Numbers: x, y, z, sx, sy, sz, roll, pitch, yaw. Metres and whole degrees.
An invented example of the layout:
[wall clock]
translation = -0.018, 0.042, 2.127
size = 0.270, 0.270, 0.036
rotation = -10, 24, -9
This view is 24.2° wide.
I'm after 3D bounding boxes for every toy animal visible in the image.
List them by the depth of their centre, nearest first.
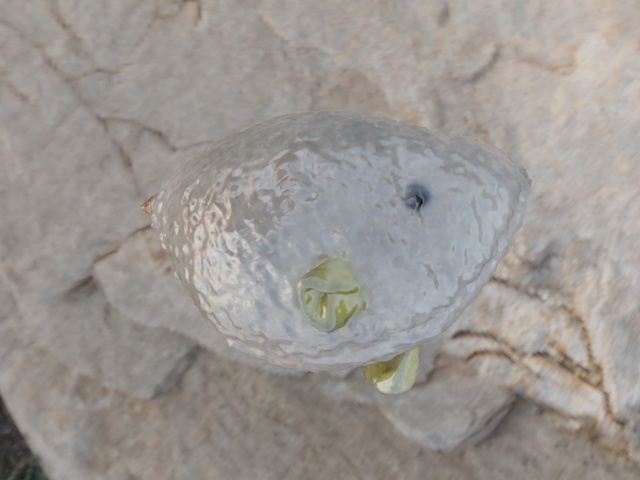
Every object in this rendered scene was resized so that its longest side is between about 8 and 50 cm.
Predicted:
[toy animal]
translation = -0.006, 0.000, 1.307
size = 0.358, 0.188, 0.226
rotation = 2, 67, 29
